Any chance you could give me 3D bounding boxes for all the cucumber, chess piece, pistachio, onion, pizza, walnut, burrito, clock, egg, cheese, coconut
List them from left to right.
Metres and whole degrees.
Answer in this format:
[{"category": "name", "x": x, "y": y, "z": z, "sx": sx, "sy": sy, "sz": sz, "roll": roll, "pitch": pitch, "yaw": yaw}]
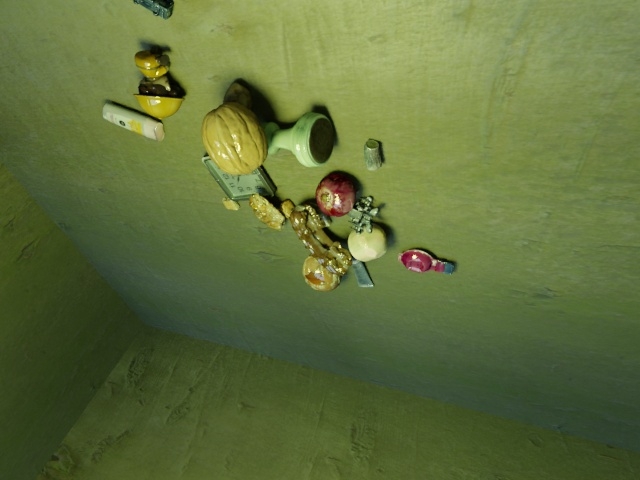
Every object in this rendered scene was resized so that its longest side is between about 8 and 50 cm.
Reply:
[{"category": "walnut", "x": -0.305, "y": -0.358, "z": 1.628, "sx": 0.225, "sy": 0.225, "sz": 0.261, "roll": -7, "pitch": 117, "yaw": 37}, {"category": "pistachio", "x": -0.319, "y": -0.510, "z": 1.714, "sx": 0.126, "sy": 0.108, "sz": 0.185, "roll": 57, "pitch": 150, "yaw": 14}, {"category": "clock", "x": -0.362, "y": -0.296, "z": 2.043, "sx": 0.278, "sy": 0.049, "sz": 0.273, "roll": -2, "pitch": 136, "yaw": 33}, {"category": "pizza", "x": -0.250, "y": -0.131, "z": 2.073, "sx": 0.189, "sy": 0.071, "sz": 0.297, "roll": 33, "pitch": 164, "yaw": 10}, {"category": "chess piece", "x": -0.117, "y": -0.379, "z": 1.700, "sx": 0.299, "sy": 0.195, "sz": 0.195, "roll": 11, "pitch": 142, "yaw": 34}, {"category": "burrito", "x": 0.001, "y": -0.122, "z": 2.040, "sx": 0.055, "sy": 0.041, "sz": 0.149, "roll": -19, "pitch": 123, "yaw": 25}, {"category": "egg", "x": 0.012, "y": 0.157, "z": 2.250, "sx": 0.194, "sy": 0.195, "sz": 0.233, "roll": -2, "pitch": 133, "yaw": 33}, {"category": "onion", "x": 0.062, "y": -0.183, "z": 1.836, "sx": 0.177, "sy": 0.153, "sz": 0.177, "roll": 3, "pitch": 101, "yaw": 17}, {"category": "coconut", "x": 0.217, "y": 0.005, "z": 1.968, "sx": 0.171, "sy": 0.171, "sz": 0.183, "roll": 42, "pitch": 142, "yaw": -20}, {"category": "cucumber", "x": 0.192, "y": -0.316, "z": 1.678, "sx": 0.064, "sy": 0.064, "sz": 0.112, "roll": 8, "pitch": 138, "yaw": 23}, {"category": "cheese", "x": 0.464, "y": 0.099, "z": 2.010, "sx": 0.244, "sy": 0.062, "sz": 0.155, "roll": 12, "pitch": 142, "yaw": 17}]

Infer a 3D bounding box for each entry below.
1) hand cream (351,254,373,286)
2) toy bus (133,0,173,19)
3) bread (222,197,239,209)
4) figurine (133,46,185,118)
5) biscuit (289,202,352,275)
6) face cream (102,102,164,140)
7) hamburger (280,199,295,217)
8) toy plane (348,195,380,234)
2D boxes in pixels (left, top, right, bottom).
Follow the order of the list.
[{"category": "hand cream", "x": 0.194, "y": 0.156, "z": 2.253, "sx": 0.088, "sy": 0.055, "sz": 0.256, "roll": -2, "pitch": 138, "yaw": 22}, {"category": "toy bus", "x": -0.576, "y": -0.812, "z": 1.533, "sx": 0.166, "sy": 0.065, "sz": 0.047, "roll": 30, "pitch": 143, "yaw": -2}, {"category": "bread", "x": -0.444, "y": -0.181, "z": 2.247, "sx": 0.083, "sy": 0.035, "sz": 0.070, "roll": 2, "pitch": 137, "yaw": 39}, {"category": "figurine", "x": -0.637, "y": -0.597, "z": 1.750, "sx": 0.192, "sy": 0.167, "sz": 0.257, "roll": 23, "pitch": 143, "yaw": 28}, {"category": "biscuit", "x": -0.010, "y": -0.007, "z": 2.040, "sx": 0.366, "sy": 0.115, "sz": 0.268, "roll": 54, "pitch": 166, "yaw": -10}, {"category": "face cream", "x": -0.830, "y": -0.531, "z": 2.026, "sx": 0.269, "sy": 0.073, "sz": 0.107, "roll": 22, "pitch": 151, "yaw": 4}, {"category": "hamburger", "x": -0.147, "y": -0.144, "z": 2.076, "sx": 0.044, "sy": 0.076, "sz": 0.083, "roll": -19, "pitch": 111, "yaw": 46}, {"category": "toy plane", "x": 0.133, "y": -0.125, "z": 1.912, "sx": 0.246, "sy": 0.078, "sz": 0.169, "roll": 25, "pitch": 104, "yaw": 25}]
